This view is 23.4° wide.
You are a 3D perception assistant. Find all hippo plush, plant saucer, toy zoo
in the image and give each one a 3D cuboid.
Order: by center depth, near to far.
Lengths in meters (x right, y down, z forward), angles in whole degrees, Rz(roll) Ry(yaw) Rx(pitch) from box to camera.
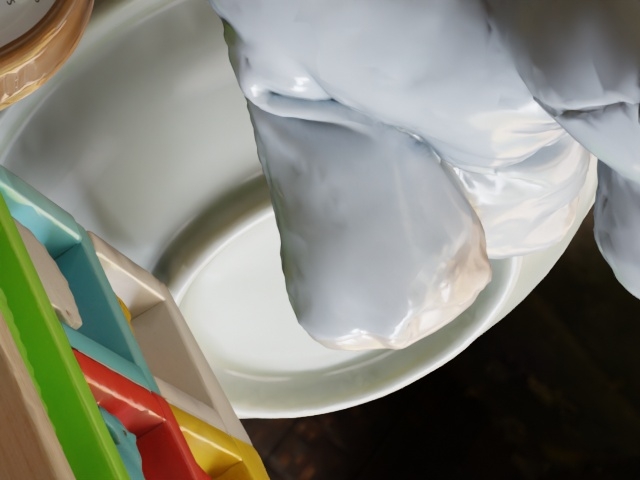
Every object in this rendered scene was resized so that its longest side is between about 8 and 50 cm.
[{"bbox_3d":[0.094,-0.095,0.517,0.237,0.234,0.294,8,138,41],"label":"hippo plush"},{"bbox_3d":[-0.081,0.071,0.657,0.192,0.030,0.293,61,-173,27],"label":"toy zoo"},{"bbox_3d":[0.000,0.000,0.869,0.400,0.401,0.100,95,159,-51],"label":"plant saucer"}]

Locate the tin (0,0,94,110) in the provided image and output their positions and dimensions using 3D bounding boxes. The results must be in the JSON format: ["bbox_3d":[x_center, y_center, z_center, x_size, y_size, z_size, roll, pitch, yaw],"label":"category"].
[{"bbox_3d":[-0.158,-0.071,0.485,0.106,0.190,0.040,57,163,1],"label":"tin"}]
